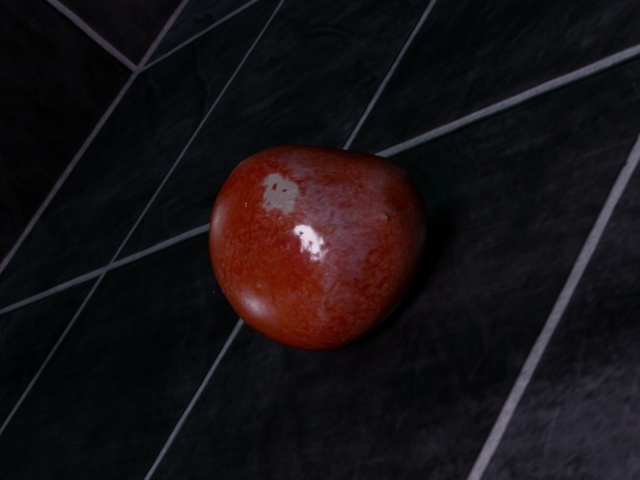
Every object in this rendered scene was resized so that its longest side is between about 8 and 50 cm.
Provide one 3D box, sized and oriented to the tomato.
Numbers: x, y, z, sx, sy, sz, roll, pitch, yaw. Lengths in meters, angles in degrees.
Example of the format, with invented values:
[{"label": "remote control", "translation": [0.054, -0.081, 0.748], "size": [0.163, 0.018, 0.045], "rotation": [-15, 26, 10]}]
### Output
[{"label": "tomato", "translation": [0.000, 0.000, 1.281], "size": [0.167, 0.167, 0.167], "rotation": [-43, 19, 19]}]
